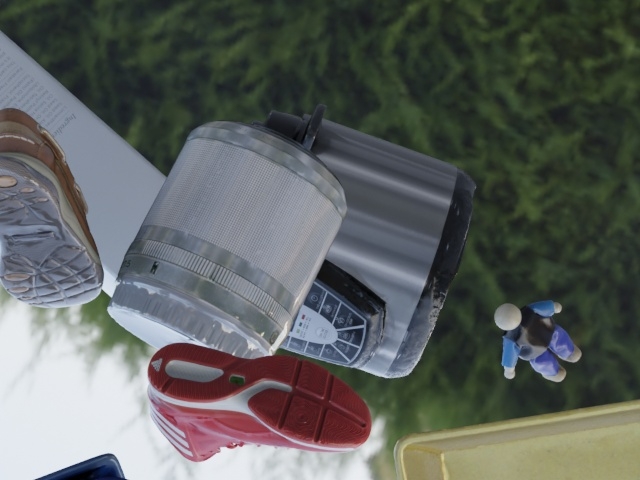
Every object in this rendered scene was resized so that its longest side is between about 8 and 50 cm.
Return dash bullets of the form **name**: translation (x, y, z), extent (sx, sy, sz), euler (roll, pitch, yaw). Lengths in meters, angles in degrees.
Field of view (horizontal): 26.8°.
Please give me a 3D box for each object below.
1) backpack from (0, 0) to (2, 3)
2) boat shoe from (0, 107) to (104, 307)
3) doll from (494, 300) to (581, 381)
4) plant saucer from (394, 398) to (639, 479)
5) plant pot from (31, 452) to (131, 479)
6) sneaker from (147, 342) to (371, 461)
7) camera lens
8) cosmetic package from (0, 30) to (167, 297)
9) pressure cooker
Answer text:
- **backpack**: translation (-0.318, -0.114, 0.898), extent (0.144, 0.166, 0.188), euler (31, 135, -11)
- **boat shoe**: translation (-0.313, -0.030, 1.519), extent (0.123, 0.116, 0.324), euler (-3, 149, -3)
- **doll**: translation (0.303, 0.143, 1.913), extent (0.046, 0.129, 0.189), euler (37, 178, 45)
- **plant saucer**: translation (0.264, 0.324, 1.409), extent (0.332, 0.333, 0.081), euler (-9, -168, 4)
- **plant pot**: translation (-0.229, 0.333, 1.173), extent (0.236, 0.236, 0.212), euler (-20, -157, -15)
- **sneaker**: translation (-0.064, 0.173, 1.323), extent (0.221, 0.087, 0.128), euler (19, 145, 2)
- **camera lens**: translation (-0.109, 0.009, 1.633), extent (0.219, 0.274, 0.219), euler (24, 164, 7)
- **cosmetic package**: translation (-0.380, -0.097, 1.983), extent (0.453, 0.161, 0.230), euler (41, 166, 2)
- **pressure cooker**: translation (0.001, -0.002, 2.148), extent (0.420, 0.370, 0.375), euler (20, 176, -1)
